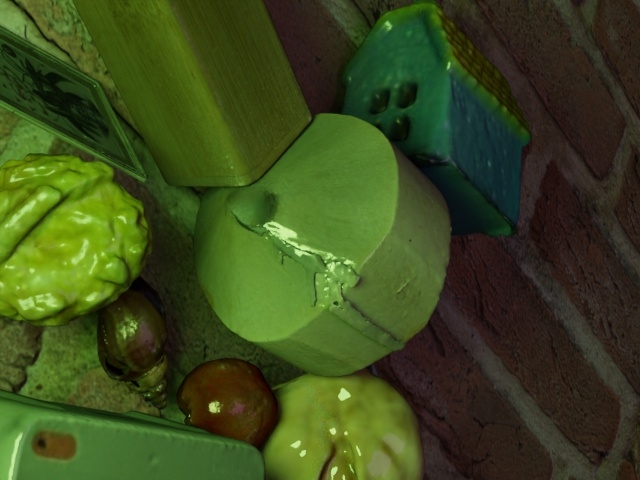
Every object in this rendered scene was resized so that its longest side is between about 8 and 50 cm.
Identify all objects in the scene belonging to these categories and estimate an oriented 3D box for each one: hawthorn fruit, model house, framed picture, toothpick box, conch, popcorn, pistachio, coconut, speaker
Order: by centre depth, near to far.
[{"bbox_3d":[-0.281,-0.006,1.610,0.197,0.155,0.197,-4,98,-27],"label":"popcorn"},{"bbox_3d":[-0.287,-0.157,1.619,0.010,0.173,0.231,-43,142,15],"label":"framed picture"},{"bbox_3d":[-0.248,0.265,1.636,0.406,0.184,0.183,19,77,-51],"label":"speaker"},{"bbox_3d":[-0.149,-0.227,1.740,0.187,0.190,0.308,-52,129,-39],"label":"toothpick box"},{"bbox_3d":[-0.218,0.086,1.752,0.086,0.080,0.233,-17,104,-58],"label":"conch"},{"bbox_3d":[0.000,0.000,1.850,0.323,0.323,0.323,-2,93,-52],"label":"coconut"},{"bbox_3d":[-0.111,0.202,1.852,0.140,0.125,0.125,-21,108,-49],"label":"hawthorn fruit"},{"bbox_3d":[0.014,0.310,1.946,0.238,0.229,0.321,-55,151,-81],"label":"pistachio"},{"bbox_3d":[0.156,-0.167,2.117,0.237,0.215,0.303,37,59,-45],"label":"model house"}]

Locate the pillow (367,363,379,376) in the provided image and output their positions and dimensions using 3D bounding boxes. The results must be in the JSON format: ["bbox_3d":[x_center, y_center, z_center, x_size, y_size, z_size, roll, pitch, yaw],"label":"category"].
[{"bbox_3d":[0.044,0.168,2.108,0.091,0.055,0.136,-83,160,-63],"label":"pillow"}]
